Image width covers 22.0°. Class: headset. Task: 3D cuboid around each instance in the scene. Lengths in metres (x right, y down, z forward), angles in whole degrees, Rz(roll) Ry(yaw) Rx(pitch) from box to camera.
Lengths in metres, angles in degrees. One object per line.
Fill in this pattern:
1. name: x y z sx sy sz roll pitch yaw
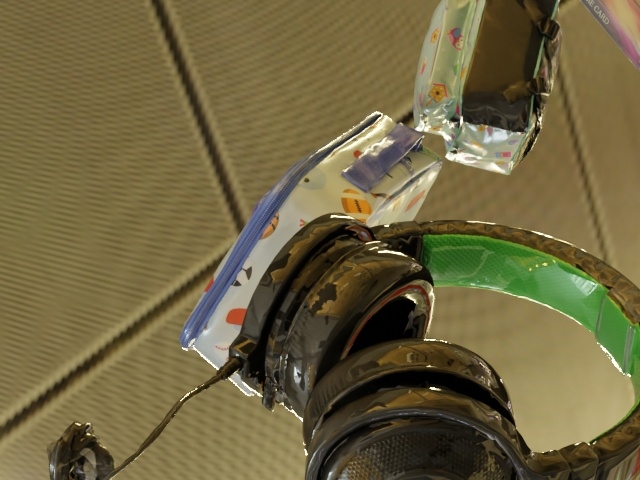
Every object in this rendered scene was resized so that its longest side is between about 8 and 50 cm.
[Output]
1. headset: 0.026 0.110 1.011 0.394 0.243 0.185 -9 -51 -21

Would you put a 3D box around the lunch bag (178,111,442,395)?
1. lunch bag: 0.000 0.000 1.548 0.243 0.115 0.303 -59 -8 26

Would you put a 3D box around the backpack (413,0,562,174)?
1. backpack: 0.170 -0.160 1.692 0.188 0.144 0.165 73 -154 -69

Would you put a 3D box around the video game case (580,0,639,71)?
1. video game case: 0.317 -0.261 1.603 0.196 0.274 0.026 -15 -30 -35
